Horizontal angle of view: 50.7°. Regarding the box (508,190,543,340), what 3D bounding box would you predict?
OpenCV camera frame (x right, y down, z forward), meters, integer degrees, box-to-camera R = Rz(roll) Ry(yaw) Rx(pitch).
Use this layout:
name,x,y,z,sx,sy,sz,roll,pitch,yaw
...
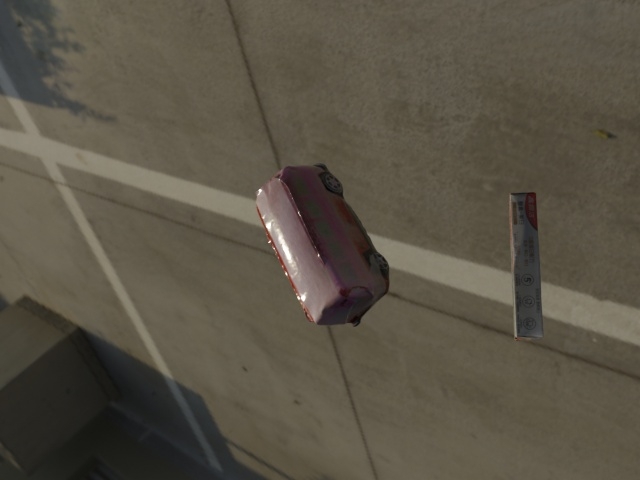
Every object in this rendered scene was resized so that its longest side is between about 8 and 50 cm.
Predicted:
name,x,y,z,sx,sy,sz,roll,pitch,yaw
box,0.303,0.038,1.001,0.040,0.218,0.055,-2,167,15

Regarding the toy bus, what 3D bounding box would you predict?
name,x,y,z,sx,sy,sz,roll,pitch,yaw
toy bus,0.000,0.000,1.181,0.127,0.147,0.302,-46,62,36
